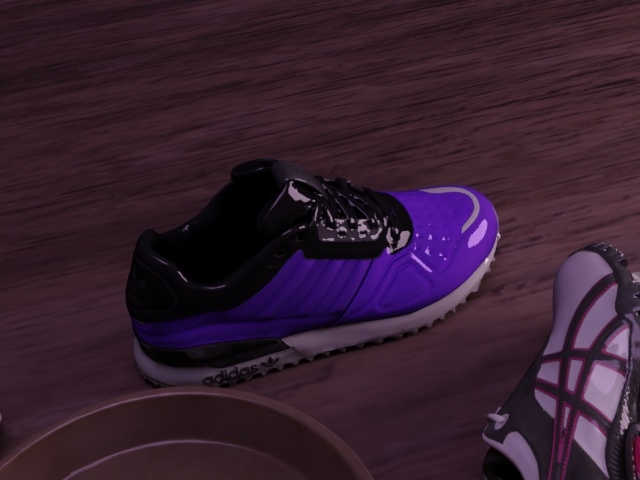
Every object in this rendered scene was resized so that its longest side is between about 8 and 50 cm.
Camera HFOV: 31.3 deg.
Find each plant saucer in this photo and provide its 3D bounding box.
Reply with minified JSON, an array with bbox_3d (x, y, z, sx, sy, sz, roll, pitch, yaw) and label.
[{"bbox_3d":[-0.092,0.199,0.669,0.278,0.041,0.278,-3,39,3],"label":"plant saucer"}]

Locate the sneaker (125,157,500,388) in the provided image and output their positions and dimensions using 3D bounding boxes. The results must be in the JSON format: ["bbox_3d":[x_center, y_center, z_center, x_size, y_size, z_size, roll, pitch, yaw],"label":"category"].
[{"bbox_3d":[0.000,0.001,0.812,0.293,0.146,0.102,-20,42,-16],"label":"sneaker"}]

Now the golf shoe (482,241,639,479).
[{"bbox_3d":[0.156,0.101,0.714,0.120,0.105,0.272,-6,39,10],"label":"golf shoe"}]

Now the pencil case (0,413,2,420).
[{"bbox_3d":[-0.395,0.157,0.664,0.410,0.183,0.160,-35,20,-31],"label":"pencil case"}]
